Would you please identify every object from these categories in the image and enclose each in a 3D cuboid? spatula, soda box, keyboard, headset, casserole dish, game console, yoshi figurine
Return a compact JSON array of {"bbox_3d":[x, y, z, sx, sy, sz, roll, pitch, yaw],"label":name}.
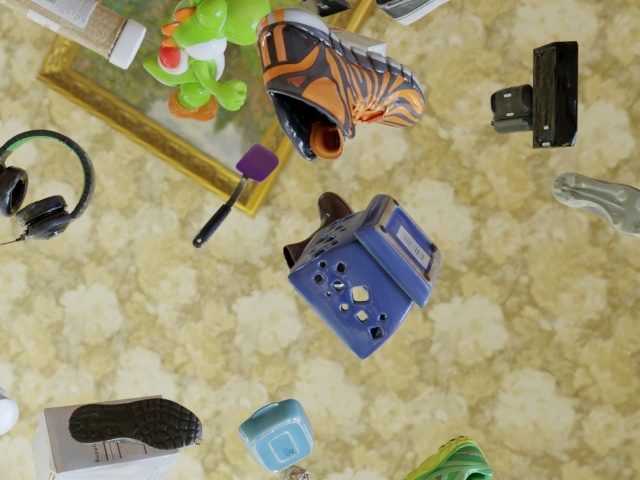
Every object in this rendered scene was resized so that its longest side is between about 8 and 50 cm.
[{"bbox_3d":[-0.203,-0.100,1.861,0.084,0.296,0.030,32,167,14],"label":"spatula"},{"bbox_3d":[0.055,-0.471,1.944,0.216,0.069,0.074,27,-144,35],"label":"soda box"},{"bbox_3d":[0.005,-0.564,1.852,0.100,0.038,0.192,24,179,-22],"label":"keyboard"},{"bbox_3d":[-0.716,-0.084,1.906,0.243,0.394,0.185,36,-179,-3],"label":"headset"},{"bbox_3d":[-0.067,0.327,1.313,0.037,0.114,0.188,58,171,37],"label":"casserole dish"},{"bbox_3d":[0.456,-0.305,1.741,0.044,0.213,0.361,-2,-175,-12],"label":"game console"},{"bbox_3d":[-0.194,-0.372,1.528,0.204,0.203,0.362,36,156,-4],"label":"yoshi figurine"}]

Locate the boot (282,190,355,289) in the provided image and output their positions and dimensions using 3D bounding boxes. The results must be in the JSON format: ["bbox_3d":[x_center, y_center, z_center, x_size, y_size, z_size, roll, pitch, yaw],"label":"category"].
[{"bbox_3d":[0.000,0.000,1.805,0.207,0.090,0.248,-5,-113,-44],"label":"boot"}]

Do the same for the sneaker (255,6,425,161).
[{"bbox_3d":[0.034,-0.182,1.131,0.321,0.125,0.180,17,-122,-40],"label":"sneaker"}]

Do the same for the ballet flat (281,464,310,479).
[{"bbox_3d":[-0.047,0.687,2.017,0.077,0.240,0.091,-10,-178,34],"label":"ballet flat"}]

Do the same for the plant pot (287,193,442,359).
[{"bbox_3d":[0.108,0.057,1.617,0.236,0.212,0.236,48,-153,-7],"label":"plant pot"}]

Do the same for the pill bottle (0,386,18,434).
[{"bbox_3d":[-0.748,0.361,1.752,0.180,0.107,0.108,13,180,37],"label":"pill bottle"}]

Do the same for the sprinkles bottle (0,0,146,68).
[{"bbox_3d":[-0.616,-0.559,1.973,0.355,0.121,0.121,26,-166,-16],"label":"sprinkles bottle"}]

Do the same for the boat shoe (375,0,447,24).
[{"bbox_3d":[0.242,-0.576,1.712,0.102,0.301,0.108,19,-119,-37],"label":"boat shoe"}]

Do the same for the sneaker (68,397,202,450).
[{"bbox_3d":[-0.393,0.399,1.750,0.283,0.107,0.124,4,166,4],"label":"sneaker"}]

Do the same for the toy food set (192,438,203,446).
[{"bbox_3d":[-0.339,0.496,2.013,0.083,0.020,0.082,22,173,22],"label":"toy food set"}]

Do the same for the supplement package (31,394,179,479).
[{"bbox_3d":[-0.519,0.504,1.920,0.293,0.177,0.175,-1,-132,-32],"label":"supplement package"}]

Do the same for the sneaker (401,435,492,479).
[{"bbox_3d":[0.211,0.491,1.507,0.123,0.295,0.109,43,156,26],"label":"sneaker"}]

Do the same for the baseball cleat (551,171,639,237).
[{"bbox_3d":[0.461,-0.060,1.233,0.109,0.072,0.206,2,-156,-38],"label":"baseball cleat"}]
